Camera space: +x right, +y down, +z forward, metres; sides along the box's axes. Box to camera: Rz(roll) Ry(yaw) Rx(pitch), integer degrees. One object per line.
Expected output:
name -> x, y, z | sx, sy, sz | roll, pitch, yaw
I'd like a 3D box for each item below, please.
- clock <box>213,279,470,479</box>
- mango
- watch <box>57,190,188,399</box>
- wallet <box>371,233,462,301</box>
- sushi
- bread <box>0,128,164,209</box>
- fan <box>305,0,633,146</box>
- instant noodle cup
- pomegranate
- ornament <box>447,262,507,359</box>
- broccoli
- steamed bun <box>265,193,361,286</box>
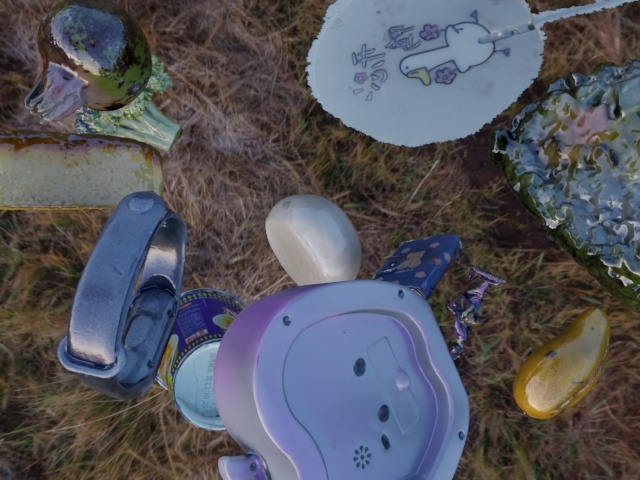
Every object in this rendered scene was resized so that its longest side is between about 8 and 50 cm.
clock -> 0.030, 0.206, 0.784 | 0.339, 0.102, 0.338 | 8, 77, -34
mango -> 0.562, 0.285, 1.453 | 0.295, 0.120, 0.177 | -40, 128, -7
watch -> -0.201, 0.064, 0.683 | 0.068, 0.193, 0.206 | 11, 46, 5
wallet -> 0.168, 0.062, 1.201 | 0.202, 0.141, 0.059 | -46, 114, -47
sushi -> 0.437, -0.094, 0.879 | 0.294, 0.178, 0.352 | -45, 48, 15
bread -> -0.379, -0.103, 0.928 | 0.275, 0.185, 0.114 | 1, 99, -37
fan -> 0.186, -0.207, 0.637 | 0.415, 0.012, 0.233 | -10, 65, 10
instant noodle cup -> -0.245, 0.272, 1.431 | 0.284, 0.312, 0.284 | -2, 98, -17
pomegranate -> -0.283, -0.209, 0.754 | 0.163, 0.138, 0.125 | -33, 68, -19
ornament -> 0.301, 0.148, 1.322 | 0.088, 0.081, 0.203 | 22, 101, 7
broccoli -> -0.451, -0.315, 1.563 | 0.243, 0.247, 0.263 | 31, 78, -12
steamed bun -> 0.000, 0.000, 1.338 | 0.145, 0.232, 0.231 | -35, 87, -22
